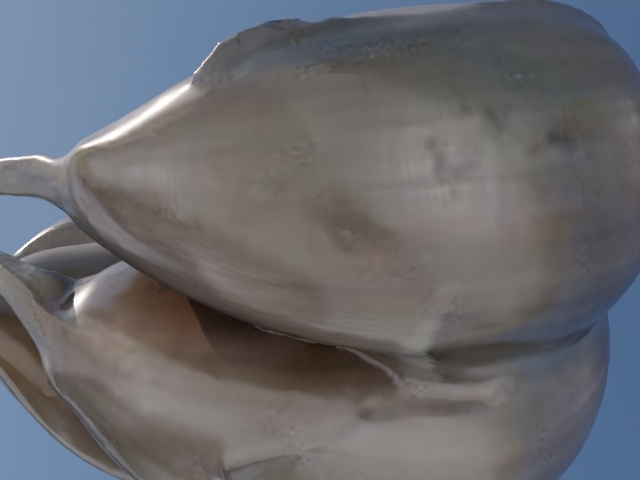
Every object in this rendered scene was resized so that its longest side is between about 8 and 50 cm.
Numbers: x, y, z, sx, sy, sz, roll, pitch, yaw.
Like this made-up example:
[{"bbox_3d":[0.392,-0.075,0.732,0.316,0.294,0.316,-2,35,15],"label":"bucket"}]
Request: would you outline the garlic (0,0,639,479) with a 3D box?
[{"bbox_3d":[0.000,0.000,0.556,0.237,0.292,0.210,31,-57,49],"label":"garlic"}]
